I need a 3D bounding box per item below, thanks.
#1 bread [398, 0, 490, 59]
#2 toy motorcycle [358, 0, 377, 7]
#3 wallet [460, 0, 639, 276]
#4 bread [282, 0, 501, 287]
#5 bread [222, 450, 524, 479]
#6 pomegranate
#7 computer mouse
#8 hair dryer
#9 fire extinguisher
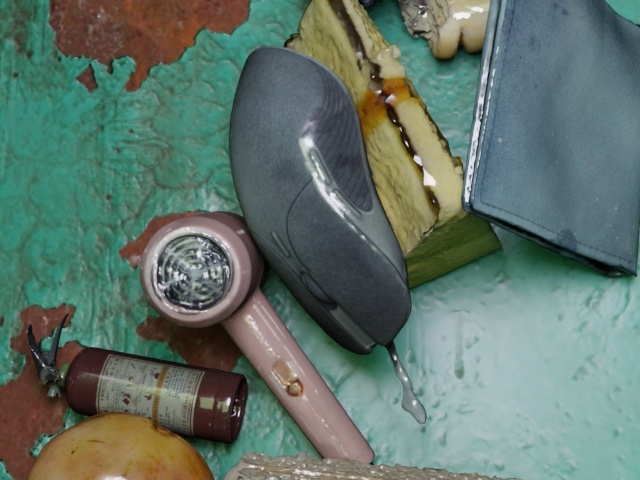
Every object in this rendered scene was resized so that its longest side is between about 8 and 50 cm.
[{"bbox_3d":[0.167,-0.253,1.357,0.177,0.084,0.119,-11,73,5],"label":"bread"},{"bbox_3d":[0.007,-0.416,1.382,0.232,0.172,0.416,-34,59,-3],"label":"toy motorcycle"},{"bbox_3d":[0.233,-0.111,1.228,0.054,0.290,0.251,-1,78,37],"label":"wallet"},{"bbox_3d":[0.031,-0.085,1.258,0.198,0.236,0.263,-28,75,0],"label":"bread"},{"bbox_3d":[0.065,0.300,1.212,0.337,0.102,0.183,7,92,-5],"label":"bread"},{"bbox_3d":[-0.189,0.258,1.239,0.191,0.191,0.191,-2,77,7],"label":"pomegranate"},{"bbox_3d":[0.000,0.000,1.201,0.090,0.167,0.379,-20,79,-32],"label":"computer mouse"},{"bbox_3d":[-0.035,0.120,1.267,0.106,0.189,0.344,-38,90,4],"label":"hair dryer"},{"bbox_3d":[-0.189,0.135,1.319,0.231,0.071,0.099,11,98,10],"label":"fire extinguisher"}]
